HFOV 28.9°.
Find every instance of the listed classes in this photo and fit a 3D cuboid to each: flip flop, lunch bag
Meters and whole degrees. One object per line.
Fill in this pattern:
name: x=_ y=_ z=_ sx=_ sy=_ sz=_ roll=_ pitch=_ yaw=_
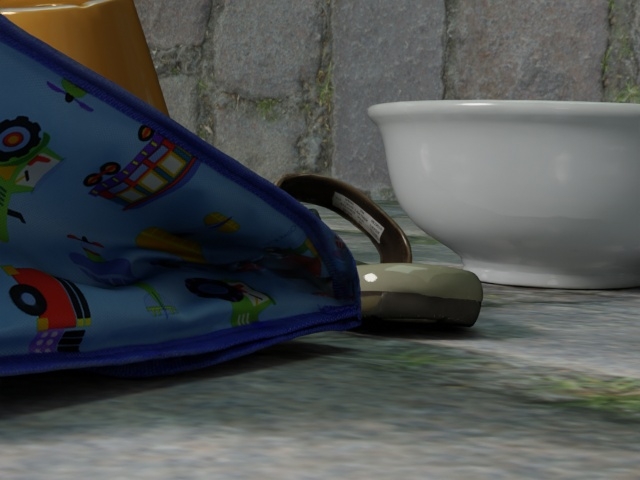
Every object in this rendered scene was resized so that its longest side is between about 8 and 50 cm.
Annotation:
flip flop: x=0.000 y=0.000 z=0.738 sx=0.112 sy=0.080 sz=0.277 roll=0 pitch=4 yaw=-26
lunch bag: x=-0.135 y=-0.004 z=0.549 sx=0.221 sy=0.138 sz=0.293 roll=1 pitch=-7 yaw=35

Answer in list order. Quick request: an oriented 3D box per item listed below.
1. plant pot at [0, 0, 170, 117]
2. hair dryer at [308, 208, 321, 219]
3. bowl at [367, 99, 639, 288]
plant pot: x=-0.204 y=-0.099 z=0.977 sx=0.205 sy=0.187 sz=0.205 roll=-3 pitch=19 yaw=1
hair dryer: x=-0.163 y=-0.028 z=1.119 sx=0.294 sy=0.080 sz=0.224 roll=3 pitch=5 yaw=31
bowl: x=0.182 y=-0.035 z=0.959 sx=0.298 sy=0.134 sz=0.298 roll=2 pitch=3 yaw=0
